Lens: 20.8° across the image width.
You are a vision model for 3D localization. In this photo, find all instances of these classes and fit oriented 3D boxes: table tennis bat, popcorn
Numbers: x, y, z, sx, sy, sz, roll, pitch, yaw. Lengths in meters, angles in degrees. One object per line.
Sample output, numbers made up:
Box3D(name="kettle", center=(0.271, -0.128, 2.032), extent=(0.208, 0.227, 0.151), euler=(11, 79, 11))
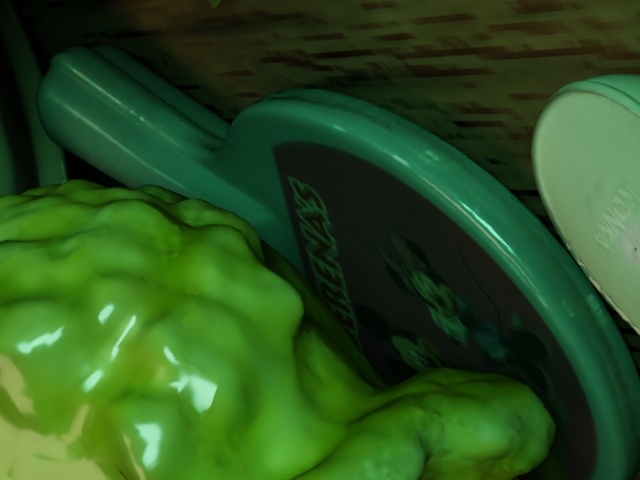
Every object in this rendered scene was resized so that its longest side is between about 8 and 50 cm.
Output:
Box3D(name="table tennis bat", center=(0.000, 0.000, 0.540), extent=(0.244, 0.040, 0.153), euler=(32, 152, 31))
Box3D(name="popcorn", center=(-0.046, 0.082, 0.494), extent=(0.189, 0.169, 0.218), euler=(27, 157, 31))

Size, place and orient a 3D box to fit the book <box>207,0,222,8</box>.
Box3D(name="book", center=(-0.068, -0.166, 0.455), extent=(0.198, 0.016, 0.138), euler=(52, 156, 2))

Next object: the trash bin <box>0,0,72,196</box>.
Box3D(name="trash bin", center=(-0.193, 0.015, 0.680), extent=(0.290, 0.209, 0.182), euler=(84, 166, -58))

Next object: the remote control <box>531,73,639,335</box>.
Box3D(name="remote control", center=(0.135, 0.042, 0.341), extent=(0.229, 0.044, 0.073), euler=(39, 157, 11))
